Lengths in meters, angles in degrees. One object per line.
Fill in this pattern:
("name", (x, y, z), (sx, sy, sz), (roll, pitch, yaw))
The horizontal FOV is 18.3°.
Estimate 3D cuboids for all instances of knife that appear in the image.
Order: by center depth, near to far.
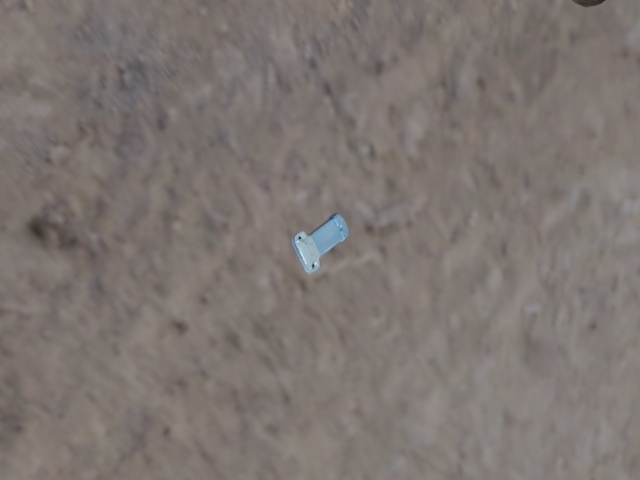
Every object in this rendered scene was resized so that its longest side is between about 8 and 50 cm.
("knife", (0.000, 0.000, 1.272), (0.010, 0.096, 0.027), (-23, 95, 21))

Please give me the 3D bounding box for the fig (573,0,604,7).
("fig", (0.061, -0.256, 1.090), (0.217, 0.217, 0.321), (-42, 95, -3))
